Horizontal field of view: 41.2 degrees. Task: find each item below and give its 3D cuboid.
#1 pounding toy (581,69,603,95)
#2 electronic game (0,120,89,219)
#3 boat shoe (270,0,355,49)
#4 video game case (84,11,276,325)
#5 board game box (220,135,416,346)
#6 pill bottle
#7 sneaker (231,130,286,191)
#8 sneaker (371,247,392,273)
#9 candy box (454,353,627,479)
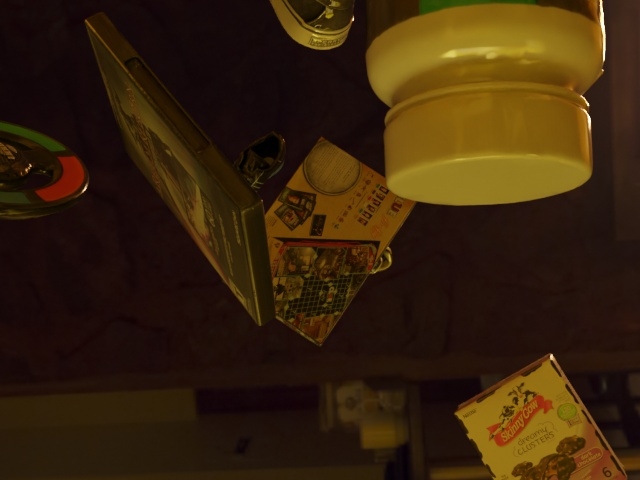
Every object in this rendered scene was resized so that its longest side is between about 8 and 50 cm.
[{"bbox_3d":[0.237,-0.135,0.986,0.100,0.141,0.130,44,152,49],"label":"pounding toy"},{"bbox_3d":[-0.396,-0.093,1.029,0.229,0.229,0.048,-83,12,-64],"label":"electronic game"},{"bbox_3d":[-0.048,-0.358,0.972,0.301,0.108,0.102,62,153,24],"label":"boat shoe"},{"bbox_3d":[-0.132,-0.065,0.814,0.274,0.026,0.196,48,159,27],"label":"video game case"},{"bbox_3d":[0.000,0.000,1.169,0.243,0.165,0.042,-55,-5,-13],"label":"board game box"},{"bbox_3d":[0.139,-0.224,0.744,0.204,0.204,0.361,60,-152,-78],"label":"pill bottle"},{"bbox_3d":[-0.149,-0.111,1.568,0.232,0.081,0.090,-51,-8,-19],"label":"sneaker"},{"bbox_3d":[0.077,0.020,1.388,0.064,0.086,0.192,-56,-9,10],"label":"sneaker"},{"bbox_3d":[0.316,0.290,1.234,0.196,0.164,0.070,59,-167,9],"label":"candy box"}]
